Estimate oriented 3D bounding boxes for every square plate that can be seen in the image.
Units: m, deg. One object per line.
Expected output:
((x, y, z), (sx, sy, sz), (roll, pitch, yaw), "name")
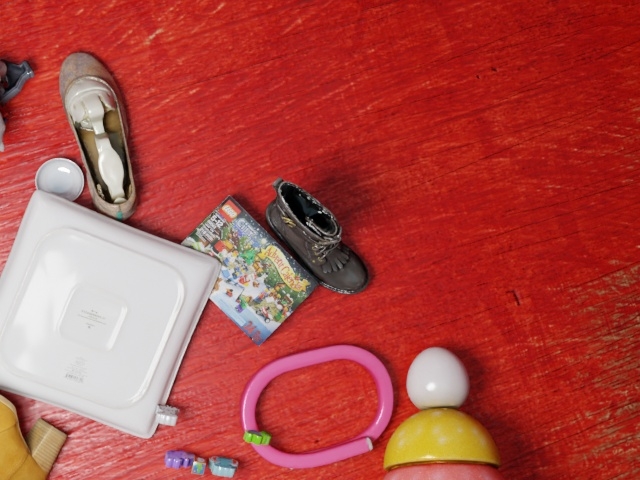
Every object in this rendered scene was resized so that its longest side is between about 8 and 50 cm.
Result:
((-0.388, 0.133, 1.586), (0.347, 0.049, 0.344), (22, 88, -14), "square plate")

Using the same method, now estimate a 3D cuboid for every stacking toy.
((0.219, 0.421, 1.636), (0.350, 0.350, 0.480), (4, 70, -11), "stacking toy")
((-0.208, 0.392, 1.626), (0.221, 0.052, 0.167), (14, 101, -9), "stacking toy")

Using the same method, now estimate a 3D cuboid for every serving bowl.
((-0.463, -0.104, 1.643), (0.083, 0.027, 0.083), (1, 86, -11), "serving bowl")

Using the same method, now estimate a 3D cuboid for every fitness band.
((-0.004, 0.304, 1.695), (0.290, 0.054, 0.209), (-13, 88, -13), "fitness band")

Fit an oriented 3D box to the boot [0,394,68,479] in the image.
((-0.573, 0.350, 1.508), (0.295, 0.104, 0.211), (44, 69, -33), "boot")

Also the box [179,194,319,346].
((-0.140, 0.055, 1.682), (0.233, 0.044, 0.159), (45, 85, -5), "box")

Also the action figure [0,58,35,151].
((-0.673, -0.246, 1.541), (0.330, 0.178, 0.341), (40, 77, 3), "action figure")

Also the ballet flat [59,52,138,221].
((-0.384, -0.190, 1.626), (0.107, 0.106, 0.316), (-18, 89, -12), "ballet flat")

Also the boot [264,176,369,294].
((0.000, 0.000, 1.627), (0.263, 0.229, 0.091), (41, 79, -6), "boot")
